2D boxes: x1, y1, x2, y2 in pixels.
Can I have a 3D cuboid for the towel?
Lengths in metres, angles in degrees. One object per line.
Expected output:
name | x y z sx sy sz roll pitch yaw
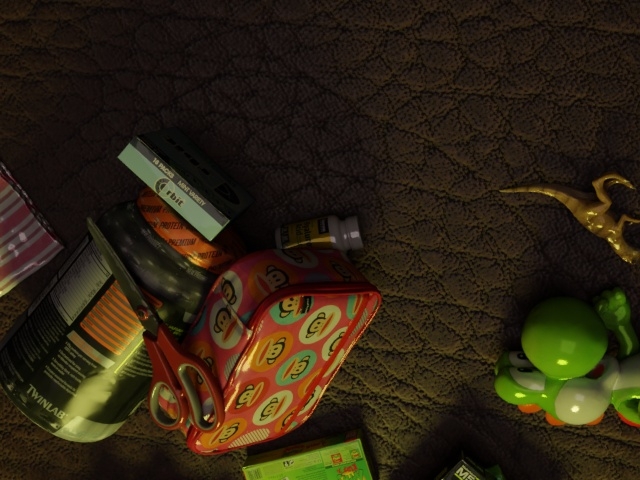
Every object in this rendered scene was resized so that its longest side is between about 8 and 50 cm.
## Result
towel | -0.488 -0.025 1.317 0.144 0.029 0.197 -36 95 12

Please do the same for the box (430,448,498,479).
box | 0.210 0.424 1.270 0.191 0.045 0.184 40 99 -1

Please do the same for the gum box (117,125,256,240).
gum box | -0.171 -0.080 1.193 0.157 0.184 0.041 43 102 -3

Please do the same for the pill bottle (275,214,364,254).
pill bottle | 0.000 0.000 1.250 0.116 0.065 0.065 -13 99 8

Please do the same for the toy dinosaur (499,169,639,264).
toy dinosaur | 0.361 -0.047 1.204 0.211 0.064 0.112 36 103 -1

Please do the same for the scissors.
scissors | -0.198 0.101 1.094 0.109 0.021 0.297 -13 97 28

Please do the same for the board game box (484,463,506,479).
board game box | 0.234 0.513 1.328 0.214 0.046 0.317 -25 97 9

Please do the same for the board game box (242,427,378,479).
board game box | -0.014 0.348 1.326 0.181 0.043 0.092 -16 99 9

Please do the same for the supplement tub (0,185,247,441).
supplement tub | -0.267 0.092 1.224 0.207 0.207 0.338 41 101 -2

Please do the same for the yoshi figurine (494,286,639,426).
yoshi figurine | 0.416 0.161 1.183 0.362 0.203 0.202 3 85 8

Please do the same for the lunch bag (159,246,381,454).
lunch bag | -0.056 0.144 1.203 0.120 0.258 0.293 47 120 32
